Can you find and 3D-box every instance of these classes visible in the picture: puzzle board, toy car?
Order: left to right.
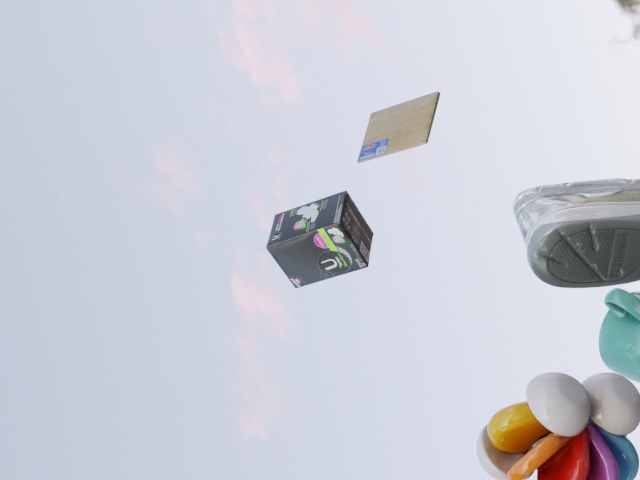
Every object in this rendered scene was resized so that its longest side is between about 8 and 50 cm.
[{"bbox_3d":[0.115,-0.163,1.441,0.011,0.128,0.096,40,-127,-35],"label":"puzzle board"},{"bbox_3d":[0.277,0.234,1.093,0.182,0.159,0.136,5,-133,-27],"label":"toy car"}]

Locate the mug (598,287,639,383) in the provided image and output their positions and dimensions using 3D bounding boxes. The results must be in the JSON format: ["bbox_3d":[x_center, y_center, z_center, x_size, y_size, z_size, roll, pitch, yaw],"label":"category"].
[{"bbox_3d":[0.468,0.143,1.401,0.158,0.097,0.129,10,-83,-32],"label":"mug"}]

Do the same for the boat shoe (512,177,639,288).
[{"bbox_3d":[0.359,-0.019,0.996,0.103,0.320,0.118,-98,4,-50],"label":"boat shoe"}]

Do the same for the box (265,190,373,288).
[{"bbox_3d":[0.000,0.000,0.959,0.062,0.083,0.052,57,-151,-32],"label":"box"}]
